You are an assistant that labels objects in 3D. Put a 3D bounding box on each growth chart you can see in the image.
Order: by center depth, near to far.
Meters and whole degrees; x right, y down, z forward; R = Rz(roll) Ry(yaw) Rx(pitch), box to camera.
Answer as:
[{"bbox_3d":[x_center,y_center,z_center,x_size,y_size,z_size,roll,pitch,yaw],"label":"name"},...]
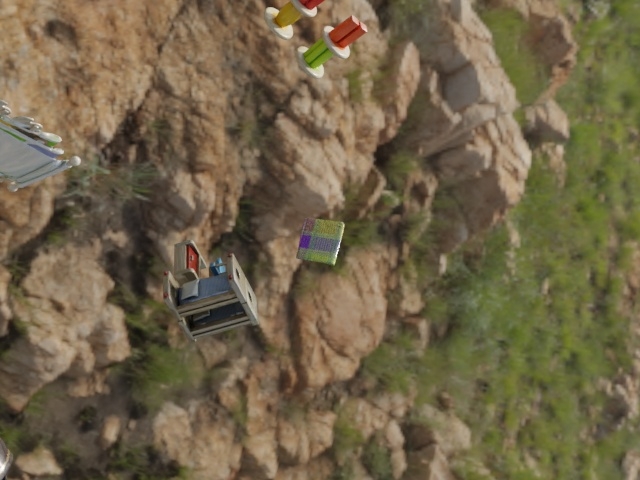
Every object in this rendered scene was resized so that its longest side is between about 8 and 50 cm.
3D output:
[{"bbox_3d":[-0.457,-0.139,1.239,0.237,0.172,0.021,40,41,-55],"label":"growth chart"}]

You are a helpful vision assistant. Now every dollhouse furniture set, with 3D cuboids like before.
[{"bbox_3d":[-0.197,0.058,1.555,0.183,0.129,0.129,-100,171,-46],"label":"dollhouse furniture set"}]

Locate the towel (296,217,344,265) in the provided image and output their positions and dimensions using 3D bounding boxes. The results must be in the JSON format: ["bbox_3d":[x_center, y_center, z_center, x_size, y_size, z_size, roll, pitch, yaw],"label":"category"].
[{"bbox_3d":[0.000,0.000,1.268,0.009,0.060,0.083,93,8,-50],"label":"towel"}]

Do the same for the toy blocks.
[{"bbox_3d":[0.012,-0.307,1.179,0.123,0.148,0.054,50,34,-9],"label":"toy blocks"}]

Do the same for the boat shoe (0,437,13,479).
[{"bbox_3d":[-0.322,0.268,0.802,0.130,0.355,0.132,34,50,-8],"label":"boat shoe"}]
